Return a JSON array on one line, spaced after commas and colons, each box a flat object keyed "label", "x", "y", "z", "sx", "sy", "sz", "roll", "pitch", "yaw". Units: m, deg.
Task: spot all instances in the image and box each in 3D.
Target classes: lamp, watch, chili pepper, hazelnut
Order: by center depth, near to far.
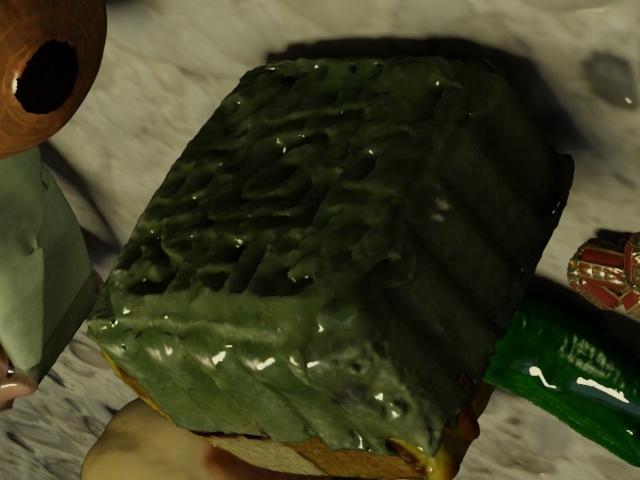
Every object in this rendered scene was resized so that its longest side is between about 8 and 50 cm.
[{"label": "lamp", "x": -0.165, "y": -0.102, "z": 0.794, "sx": 0.136, "sy": 0.136, "sz": 0.136, "roll": 24, "pitch": 156, "yaw": 11}, {"label": "lamp", "x": 0.153, "y": 0.018, "z": 0.818, "sx": 0.063, "sy": 0.031, "sz": 0.083, "roll": 39, "pitch": 158, "yaw": -17}, {"label": "chili pepper", "x": 0.117, "y": 0.062, "z": 0.905, "sx": 0.224, "sy": 0.061, "sz": 0.098, "roll": 25, "pitch": 170, "yaw": 0}, {"label": "watch", "x": -0.270, "y": -0.032, "z": 1.065, "sx": 0.253, "sy": 0.162, "sz": 0.241, "roll": 19, "pitch": 142, "yaw": 15}, {"label": "hazelnut", "x": -0.076, "y": 0.237, "z": 1.298, "sx": 0.261, "sy": 0.241, "sz": 0.261, "roll": 24, "pitch": 129, "yaw": 33}]

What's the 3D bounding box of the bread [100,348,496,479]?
[{"label": "bread", "x": -0.017, "y": 0.072, "z": 1.030, "sx": 0.181, "sy": 0.096, "sz": 0.222, "roll": 41, "pitch": 153, "yaw": -30}]

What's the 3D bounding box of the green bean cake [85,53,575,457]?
[{"label": "green bean cake", "x": 0.000, "y": 0.000, "z": 0.768, "sx": 0.181, "sy": 0.173, "sz": 0.094, "roll": 5, "pitch": 145, "yaw": 44}]
